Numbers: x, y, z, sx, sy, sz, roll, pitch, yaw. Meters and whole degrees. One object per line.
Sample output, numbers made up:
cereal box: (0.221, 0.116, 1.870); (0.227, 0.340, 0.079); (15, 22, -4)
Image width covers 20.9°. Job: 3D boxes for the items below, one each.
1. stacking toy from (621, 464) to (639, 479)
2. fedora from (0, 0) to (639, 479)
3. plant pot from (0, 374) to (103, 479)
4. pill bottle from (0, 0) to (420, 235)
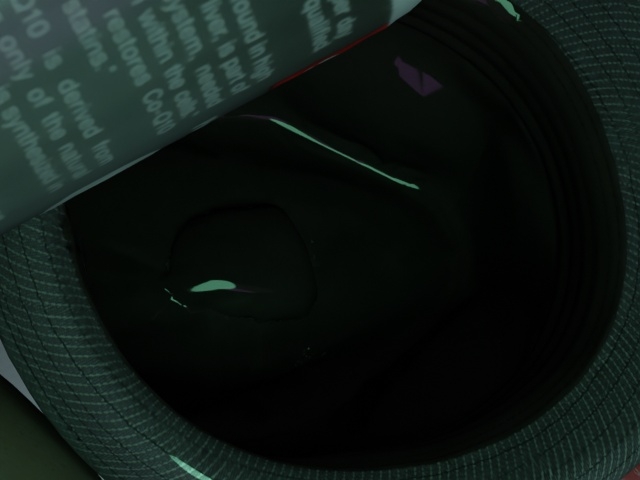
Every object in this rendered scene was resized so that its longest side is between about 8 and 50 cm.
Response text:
stacking toy: (0.134, 0.005, 0.808); (0.165, 0.175, 0.302); (-33, 134, 10)
fedora: (0.000, 0.000, 0.637); (0.275, 0.244, 0.124); (-15, 173, -26)
plant pot: (-0.214, 0.111, 0.589); (0.284, 0.191, 0.284); (-23, 146, -16)
pill bottle: (-0.067, -0.101, 0.458); (0.283, 0.161, 0.161); (-29, 147, -5)
